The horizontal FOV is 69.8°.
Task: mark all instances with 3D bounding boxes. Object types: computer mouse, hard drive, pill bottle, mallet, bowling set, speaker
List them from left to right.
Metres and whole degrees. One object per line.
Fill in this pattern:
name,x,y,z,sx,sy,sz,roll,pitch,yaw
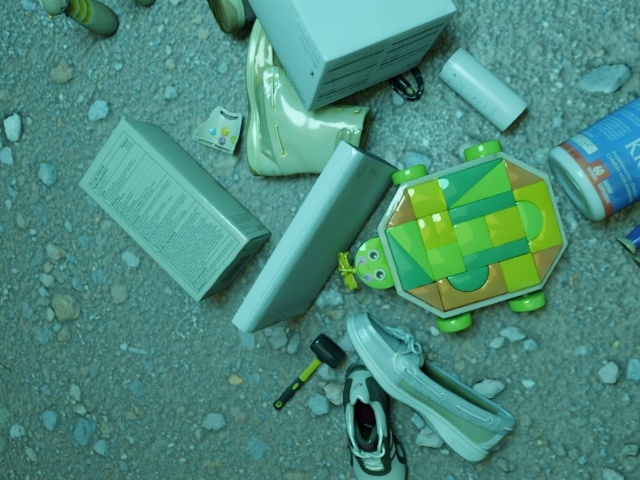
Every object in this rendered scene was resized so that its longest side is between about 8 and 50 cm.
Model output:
bowling set,-0.338,-0.498,0.769,0.199,0.154,0.287,8,100,14
mallet,-0.023,0.260,0.858,0.062,0.039,0.190,33,110,6
hard drive,0.000,0.000,0.722,0.040,0.203,0.308,38,106,19
computer mouse,0.071,-0.314,0.743,0.242,0.041,0.071,40,105,6
speaker,0.247,-0.228,0.699,0.136,0.055,0.055,43,106,6
pill bottle,0.444,-0.132,0.623,0.221,0.124,0.124,-33,88,17

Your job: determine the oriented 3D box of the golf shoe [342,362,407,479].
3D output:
golf shoe,0.083,0.355,0.796,0.105,0.120,0.273,-10,96,15

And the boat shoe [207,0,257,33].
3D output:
boat shoe,-0.165,-0.517,0.754,0.123,0.123,0.342,-22,86,-13

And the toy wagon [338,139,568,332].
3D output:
toy wagon,0.194,0.008,0.720,0.344,0.068,0.268,-18,93,5

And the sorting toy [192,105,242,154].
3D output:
sorting toy,-0.175,-0.200,0.828,0.083,0.045,0.075,23,96,12

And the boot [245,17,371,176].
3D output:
boot,-0.017,-0.231,0.750,0.203,0.095,0.262,6,101,15

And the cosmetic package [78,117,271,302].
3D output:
cosmetic package,-0.262,-0.056,0.834,0.309,0.113,0.160,44,106,6

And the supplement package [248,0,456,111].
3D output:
supplement package,0.019,-0.358,0.647,0.203,0.145,0.262,-27,85,-14

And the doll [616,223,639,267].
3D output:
doll,0.530,-0.038,0.654,0.189,0.046,0.129,-39,88,17

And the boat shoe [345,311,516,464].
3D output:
boat shoe,0.175,0.225,0.758,0.320,0.118,0.103,44,100,1
